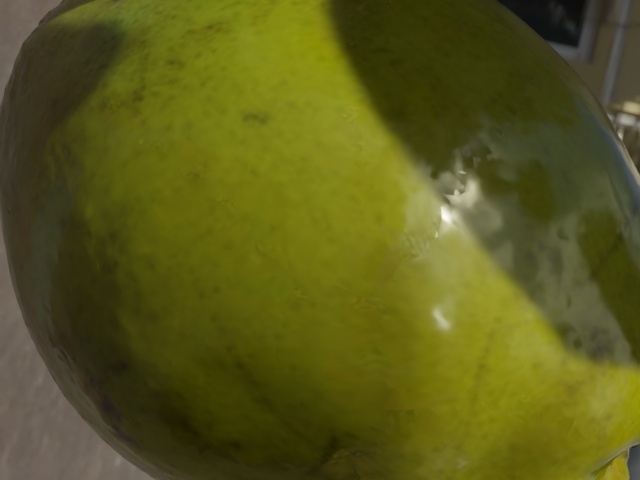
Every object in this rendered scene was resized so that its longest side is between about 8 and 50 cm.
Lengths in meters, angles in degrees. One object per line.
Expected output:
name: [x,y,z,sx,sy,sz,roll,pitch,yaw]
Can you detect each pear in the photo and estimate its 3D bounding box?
pear: [0.000,0.000,0.474,0.212,0.269,0.212,-52,163,-23]
